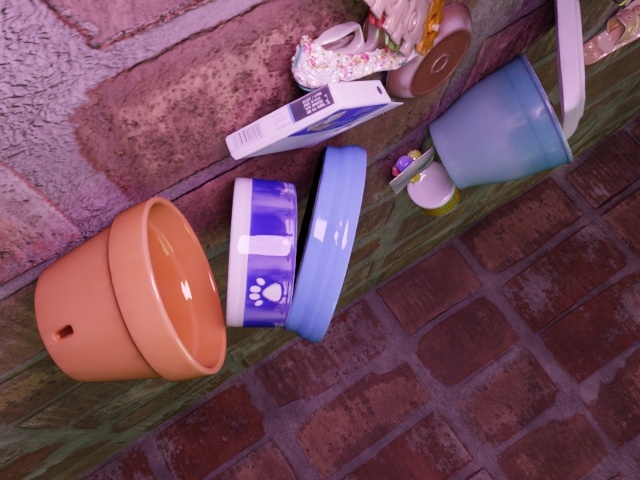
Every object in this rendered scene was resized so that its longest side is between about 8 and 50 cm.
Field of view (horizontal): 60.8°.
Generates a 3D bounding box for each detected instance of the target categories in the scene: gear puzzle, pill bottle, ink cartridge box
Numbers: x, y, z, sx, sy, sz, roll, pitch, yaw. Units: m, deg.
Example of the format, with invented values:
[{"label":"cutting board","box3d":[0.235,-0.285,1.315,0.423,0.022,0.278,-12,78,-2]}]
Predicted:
[{"label":"gear puzzle","box3d":[0.111,-0.343,0.705,0.339,0.044,0.175,9,104,-66]},{"label":"pill bottle","box3d":[0.348,-0.146,1.644,0.136,0.136,0.246,-38,164,12]},{"label":"ink cartridge box","box3d":[-0.005,-0.188,0.850,0.207,0.045,0.208,-19,-178,35]}]

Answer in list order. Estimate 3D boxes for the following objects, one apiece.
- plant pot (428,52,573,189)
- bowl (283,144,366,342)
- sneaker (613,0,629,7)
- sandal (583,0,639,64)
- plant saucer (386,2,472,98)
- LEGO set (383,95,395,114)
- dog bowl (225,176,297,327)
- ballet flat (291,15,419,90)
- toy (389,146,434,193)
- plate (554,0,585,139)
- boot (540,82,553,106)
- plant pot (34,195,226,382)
[{"label":"plant pot","box3d":[0.405,-0.249,1.276,0.255,0.271,0.272,-25,168,21]},{"label":"bowl","box3d":[0.000,0.000,1.064,0.077,0.390,0.391,13,153,-5]},{"label":"sneaker","box3d":[0.508,-0.508,0.912,0.147,0.145,0.385,-44,163,32]},{"label":"sandal","box3d":[0.789,-0.555,1.436,0.240,0.088,0.079,-39,170,31]},{"label":"plant saucer","box3d":[0.205,-0.327,0.984,0.199,0.036,0.198,-34,158,-15]},{"label":"LEGO set","box3d":[0.125,-0.268,1.069,0.054,0.023,0.083,-32,177,-3]},{"label":"dog bowl","box3d":[-0.108,0.022,0.971,0.104,0.264,0.265,3,155,-8]},{"label":"ballet flat","box3d":[0.062,-0.282,0.794,0.241,0.091,0.077,-29,141,-32]},{"label":"toy","box3d":[0.229,-0.192,1.426,0.137,0.056,0.237,-41,168,8]},{"label":"plate","box3d":[0.514,-0.369,1.127,0.045,0.276,0.278,-3,176,24]},{"label":"boot","box3d":[0.517,-0.338,1.483,0.219,0.106,0.082,-44,161,30]},{"label":"plant pot","box3d":[-0.299,0.097,0.863,0.204,0.290,0.291,-18,164,3]}]
